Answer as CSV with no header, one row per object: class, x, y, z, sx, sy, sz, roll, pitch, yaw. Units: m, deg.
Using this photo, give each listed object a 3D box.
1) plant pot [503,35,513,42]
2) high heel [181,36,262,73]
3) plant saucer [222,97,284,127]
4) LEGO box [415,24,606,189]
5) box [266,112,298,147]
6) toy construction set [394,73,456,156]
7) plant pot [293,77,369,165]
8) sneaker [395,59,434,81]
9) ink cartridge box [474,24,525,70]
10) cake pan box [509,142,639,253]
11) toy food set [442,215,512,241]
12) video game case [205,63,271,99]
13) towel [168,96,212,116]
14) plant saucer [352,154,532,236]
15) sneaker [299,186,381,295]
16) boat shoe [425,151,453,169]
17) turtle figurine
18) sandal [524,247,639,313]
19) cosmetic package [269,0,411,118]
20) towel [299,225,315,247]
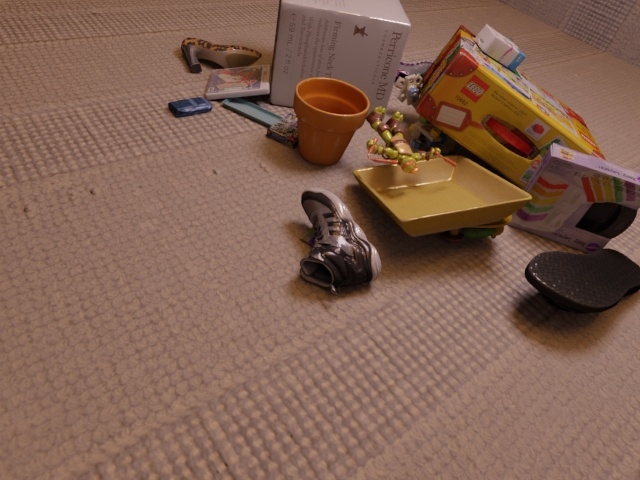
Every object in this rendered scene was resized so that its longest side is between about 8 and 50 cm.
plant pot,0.581,-0.574,1.712,0.290,0.290,0.195,-17,87,-29
high heel,-0.353,-0.677,1.655,0.261,0.093,0.186,-15,56,-16
plant saucer,-0.212,-0.402,1.467,0.192,0.018,0.067,27,44,14
LEGO box,0.547,-0.375,1.391,0.500,0.193,0.372,33,37,-8
box,-0.088,-0.336,1.424,0.094,0.027,0.137,28,44,12
toy construction set,0.348,-0.395,1.531,0.215,0.151,0.327,-1,56,-15
plant pot,0.015,-0.324,1.323,0.205,0.187,0.205,8,44,-8
sneaker,0.369,-0.656,1.865,0.224,0.083,0.098,-4,67,-13
ink cartridge box,0.508,-0.547,1.331,0.123,0.052,0.088,18,41,-24
cake pan box,0.671,-0.098,1.228,0.267,0.245,0.070,22,47,5
toy food set,0.371,-0.039,1.204,0.218,0.071,0.128,3,29,9
video game case,-0.264,-0.521,1.535,0.202,0.023,0.183,-5,44,2
towel,-0.392,-0.406,1.413,0.120,0.029,0.067,-23,54,-33
plant saucer,0.287,-0.112,1.185,0.333,0.080,0.333,-10,30,-12
sneaker,0.005,-0.002,1.031,0.153,0.101,0.268,-23,66,-33
boat shoe,0.382,-0.191,1.370,0.219,0.070,0.078,27,44,13
turtle figurine,0.215,-0.249,1.241,0.270,0.087,0.217,-2,53,-23
sandal,0.634,0.111,1.120,0.446,0.107,0.167,-2,43,-35
cosmetic package,0.046,-0.651,1.568,0.394,0.329,0.327,5,43,-9
towel,0.000,0.000,1.112,0.083,0.009,0.060,31,46,16
